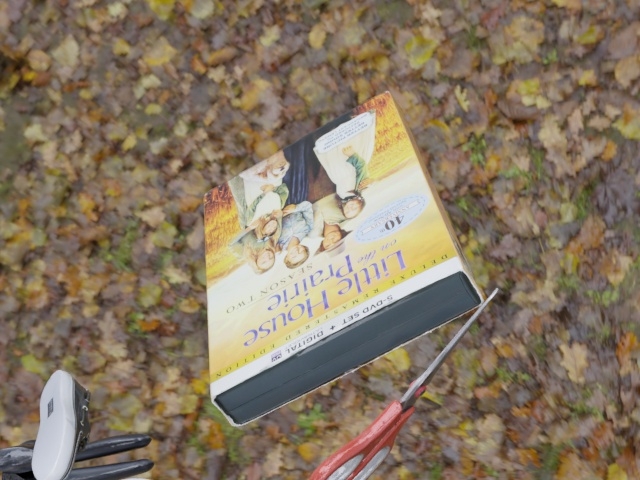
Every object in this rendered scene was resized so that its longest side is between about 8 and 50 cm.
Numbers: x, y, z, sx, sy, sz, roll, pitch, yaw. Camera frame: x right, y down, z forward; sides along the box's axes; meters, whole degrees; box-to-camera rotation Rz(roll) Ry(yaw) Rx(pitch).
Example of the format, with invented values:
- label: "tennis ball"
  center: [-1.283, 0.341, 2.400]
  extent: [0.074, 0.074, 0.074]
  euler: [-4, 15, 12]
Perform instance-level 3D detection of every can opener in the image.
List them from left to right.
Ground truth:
- label: "can opener"
  center: [-0.255, 0.234, 0.976]
  extent: [0.186, 0.073, 0.059]
  euler: [-7, 87, 16]

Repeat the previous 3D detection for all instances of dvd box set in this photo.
- label: "dvd box set"
  center: [0.000, 0.000, 1.146]
  extent: [0.308, 0.062, 0.420]
  euler: [-28, 33, 12]

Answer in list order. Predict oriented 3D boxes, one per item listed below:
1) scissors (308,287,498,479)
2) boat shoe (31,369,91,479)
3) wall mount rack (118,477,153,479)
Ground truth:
- label: "scissors"
  center: [0.094, 0.169, 0.993]
  extent: [0.297, 0.109, 0.021]
  euler: [-48, 59, 3]
- label: "boat shoe"
  center: [-0.224, 0.166, 0.837]
  extent: [0.049, 0.040, 0.142]
  euler: [-48, 27, 13]
- label: "wall mount rack"
  center: [-0.238, 0.337, 0.723]
  extent: [0.304, 0.130, 0.350]
  euler: [17, 70, 0]
